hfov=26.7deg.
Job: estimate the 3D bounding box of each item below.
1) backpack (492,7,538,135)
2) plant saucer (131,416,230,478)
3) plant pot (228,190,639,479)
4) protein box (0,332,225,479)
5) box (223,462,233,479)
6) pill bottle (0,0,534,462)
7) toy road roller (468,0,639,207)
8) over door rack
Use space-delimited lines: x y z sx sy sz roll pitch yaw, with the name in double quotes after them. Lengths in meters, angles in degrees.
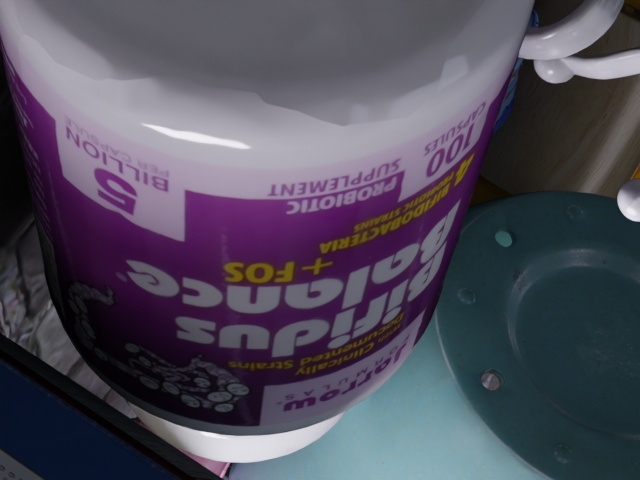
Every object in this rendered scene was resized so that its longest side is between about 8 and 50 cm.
0.039 -0.074 0.788 0.158 0.117 0.173 -52 169 -24 "backpack"
-0.153 0.223 0.711 0.332 0.084 0.332 -61 177 -5 "plant saucer"
0.113 0.112 0.733 0.293 0.293 0.235 -49 168 -38 "plant pot"
-0.122 0.152 0.487 0.200 0.201 0.136 -57 167 -8 "protein box"
-0.015 0.208 1.174 0.247 0.142 0.163 -41 159 -52 "box"
-0.026 -0.026 0.517 0.169 0.169 0.301 -52 165 -27 "pill bottle"
0.215 -0.107 0.957 0.329 0.240 0.202 -91 -154 -68 "toy road roller"
0.150 -0.135 0.646 0.108 0.239 0.324 -23 -136 32 "over door rack"
